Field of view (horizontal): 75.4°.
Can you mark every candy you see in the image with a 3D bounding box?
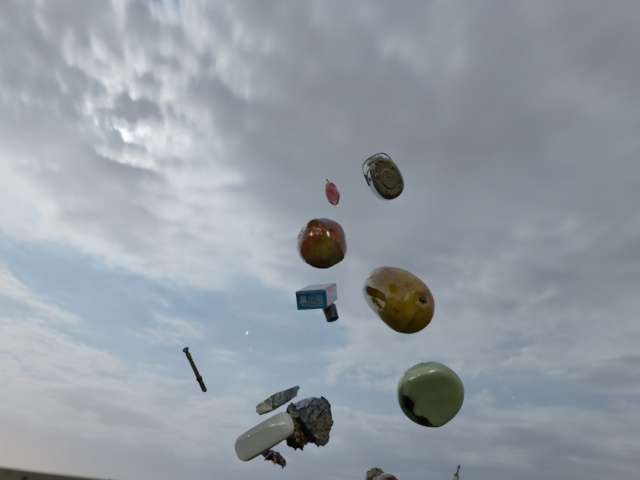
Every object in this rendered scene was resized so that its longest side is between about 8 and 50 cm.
[{"bbox_3d":[-0.014,0.289,2.159,0.158,0.100,0.306,-6,0,12],"label":"candy"}]

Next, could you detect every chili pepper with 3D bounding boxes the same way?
[{"bbox_3d":[0.048,-0.197,1.710,0.059,0.191,0.050,-8,-49,-4],"label":"chili pepper"}]

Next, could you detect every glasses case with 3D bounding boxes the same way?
[{"bbox_3d":[-0.199,0.690,1.455,0.234,0.092,0.059,-35,-32,7],"label":"glasses case"}]

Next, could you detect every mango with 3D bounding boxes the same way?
[{"bbox_3d":[0.367,0.281,2.035,0.233,0.299,0.446,-9,17,-28],"label":"mango"}]

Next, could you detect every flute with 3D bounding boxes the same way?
[{"bbox_3d":[-0.482,0.504,1.598,0.027,0.027,0.232,-3,-60,15],"label":"flute"}]

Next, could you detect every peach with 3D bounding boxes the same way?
[{"bbox_3d":[0.000,0.000,1.838,0.233,0.232,0.256,-11,-52,25],"label":"peach"}]

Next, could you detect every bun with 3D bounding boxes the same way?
[{"bbox_3d":[0.470,0.652,1.817,0.294,0.292,0.187,11,9,-6],"label":"bun"}]

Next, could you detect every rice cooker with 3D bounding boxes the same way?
[{"bbox_3d":[0.267,-0.263,1.737,0.145,0.127,0.206,-31,-75,-3],"label":"rice cooker"}]

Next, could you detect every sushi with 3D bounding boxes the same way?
[{"bbox_3d":[-0.076,0.857,1.944,0.219,0.238,0.225,-31,-12,27],"label":"sushi"}]

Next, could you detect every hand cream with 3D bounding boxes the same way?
[{"bbox_3d":[-0.203,0.760,1.953,0.248,0.075,0.052,-30,-55,15],"label":"hand cream"}]

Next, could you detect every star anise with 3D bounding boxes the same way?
[{"bbox_3d":[-0.204,0.943,1.803,0.141,0.042,0.141,25,-11,5],"label":"star anise"}]

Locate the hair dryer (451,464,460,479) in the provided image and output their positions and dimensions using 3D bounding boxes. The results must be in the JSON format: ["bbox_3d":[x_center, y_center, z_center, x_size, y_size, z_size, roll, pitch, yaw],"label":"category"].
[{"bbox_3d":[0.581,1.082,1.821,0.057,0.197,0.100,14,-38,26],"label":"hair dryer"}]

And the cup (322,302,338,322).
[{"bbox_3d":[0.058,0.386,2.184,0.078,0.077,0.100,-26,-33,11],"label":"cup"}]

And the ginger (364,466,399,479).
[{"bbox_3d":[0.273,0.962,1.513,0.304,0.155,0.244,40,-18,36],"label":"ginger"}]
